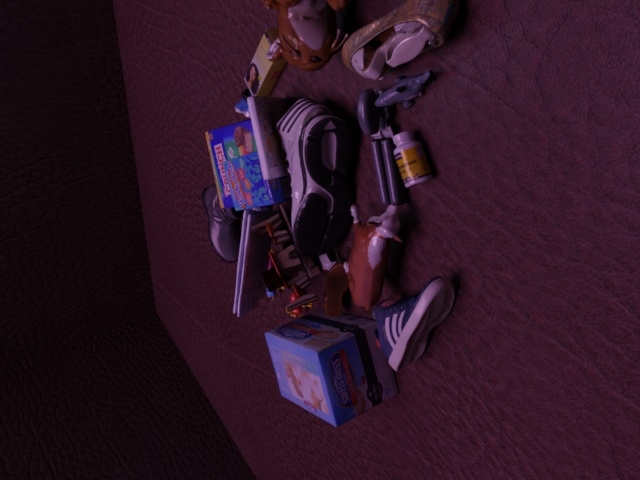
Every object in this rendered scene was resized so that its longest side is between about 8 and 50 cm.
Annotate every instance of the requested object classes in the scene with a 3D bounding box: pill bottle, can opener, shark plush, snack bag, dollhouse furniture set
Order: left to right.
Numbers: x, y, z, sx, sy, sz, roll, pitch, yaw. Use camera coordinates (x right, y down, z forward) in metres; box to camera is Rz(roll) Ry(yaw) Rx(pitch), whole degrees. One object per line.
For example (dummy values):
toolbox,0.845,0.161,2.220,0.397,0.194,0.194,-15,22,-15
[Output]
snack bag,-0.204,0.063,1.846,0.342,0.037,0.323,-12,-71,-81
dollhouse furniture set,-0.121,0.087,1.713,0.259,0.135,0.262,76,169,-78
can opener,0.138,-0.213,1.331,0.074,0.093,0.280,12,122,57
shark plush,0.183,-0.313,1.204,0.161,0.067,0.073,8,113,59
pill bottle,0.199,-0.180,1.259,0.065,0.065,0.116,-22,87,61

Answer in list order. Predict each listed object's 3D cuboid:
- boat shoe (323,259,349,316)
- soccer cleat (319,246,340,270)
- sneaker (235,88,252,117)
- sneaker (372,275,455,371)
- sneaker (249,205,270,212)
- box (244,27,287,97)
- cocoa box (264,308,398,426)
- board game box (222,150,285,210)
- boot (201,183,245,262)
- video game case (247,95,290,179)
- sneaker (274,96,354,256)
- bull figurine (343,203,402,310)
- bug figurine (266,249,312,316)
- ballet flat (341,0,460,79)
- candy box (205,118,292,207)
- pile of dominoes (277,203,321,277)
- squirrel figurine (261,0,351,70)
boat shoe,0.047,0.132,1.705,0.073,0.073,0.207,-80,4,-53
soccer cleat,0.000,0.000,1.721,0.196,0.068,0.076,58,143,10
sneaker,-0.238,-0.454,1.869,0.152,0.058,0.084,-134,49,-60
sneaker,0.205,0.178,1.395,0.148,0.131,0.350,52,145,28
sneaker,-0.213,-0.081,2.021,0.098,0.083,0.223,3,108,54
box,-0.157,-0.514,1.687,0.087,0.058,0.232,65,150,11
cocoa box,0.022,0.366,1.722,0.347,0.228,0.231,3,109,60
board game box,-0.204,-0.179,1.717,0.210,0.047,0.160,-6,102,51
boot,-0.363,-0.076,2.257,0.223,0.118,0.338,-11,101,56
video game case,-0.129,-0.294,1.634,0.026,0.206,0.227,-8,98,23
sneaker,-0.024,-0.186,1.598,0.257,0.169,0.447,-120,28,-47
bull figurine,0.123,0.024,1.428,0.188,0.101,0.310,-102,19,-55
bug figurine,-0.138,0.148,2.034,0.279,0.072,0.216,24,126,54
ballet flat,0.140,-0.391,1.165,0.348,0.123,0.123,-14,95,59
candy box,-0.222,-0.250,1.842,0.317,0.122,0.268,1,106,50
pile of dominoes,-0.068,-0.005,1.816,0.196,0.040,0.251,-155,41,-82
squirrel figurine,-0.044,-0.595,1.300,0.397,0.281,0.370,-118,16,-45
